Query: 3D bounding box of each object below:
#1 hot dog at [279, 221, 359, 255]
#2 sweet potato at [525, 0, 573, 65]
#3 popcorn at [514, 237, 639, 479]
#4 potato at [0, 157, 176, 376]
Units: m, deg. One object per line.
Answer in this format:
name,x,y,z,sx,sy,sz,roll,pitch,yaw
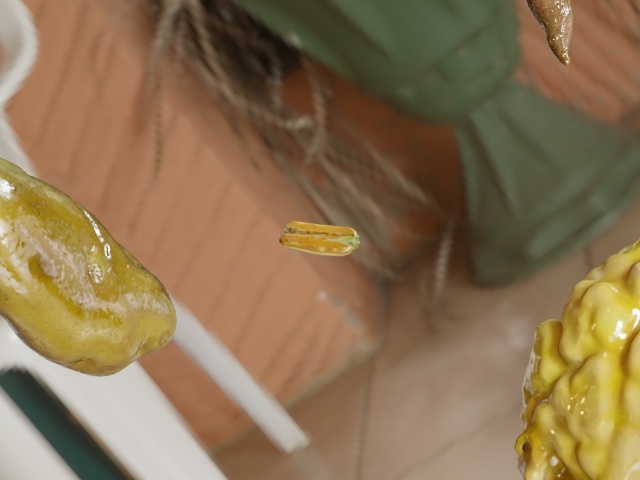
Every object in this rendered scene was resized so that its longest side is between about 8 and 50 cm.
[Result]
hot dog,0.000,0.000,1.877,0.083,0.021,0.037,10,50,18
sweet potato,0.268,-0.296,2.223,0.068,0.068,0.226,-33,44,18
popcorn,0.366,0.164,1.706,0.349,0.349,0.382,-40,31,-10
potato,-0.309,0.025,2.042,0.176,0.369,0.195,-9,54,34
